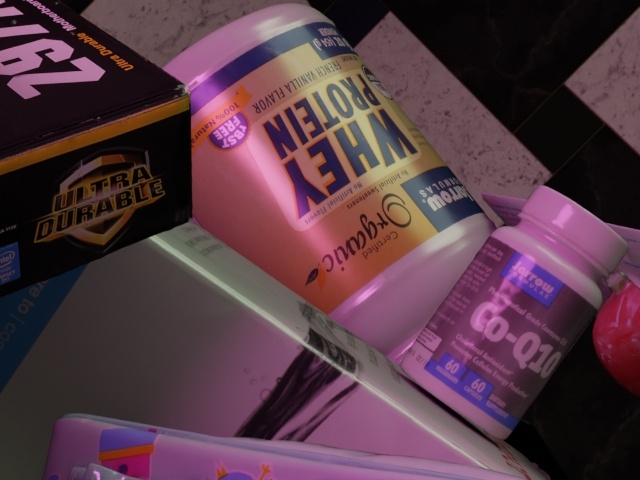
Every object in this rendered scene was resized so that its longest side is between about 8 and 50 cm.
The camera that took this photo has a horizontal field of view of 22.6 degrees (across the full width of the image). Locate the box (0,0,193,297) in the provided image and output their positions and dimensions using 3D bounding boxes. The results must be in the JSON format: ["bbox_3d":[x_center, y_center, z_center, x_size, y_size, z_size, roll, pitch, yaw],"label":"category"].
[{"bbox_3d":[-0.253,-0.065,0.760,0.257,0.079,0.322,-22,40,-33],"label":"box"}]

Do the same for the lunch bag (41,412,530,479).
[{"bbox_3d":[0.015,0.149,0.667,0.279,0.108,0.224,1,-17,38],"label":"lunch bag"}]

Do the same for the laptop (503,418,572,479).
[{"bbox_3d":[0.132,0.117,1.453,0.234,0.136,0.264,52,22,-51],"label":"laptop"}]

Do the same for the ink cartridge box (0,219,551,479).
[{"bbox_3d":[-0.058,0.106,0.969,0.395,0.166,0.285,34,1,0],"label":"ink cartridge box"}]

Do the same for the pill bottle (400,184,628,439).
[{"bbox_3d":[0.116,0.041,0.941,0.078,0.137,0.078,35,0,0],"label":"pill bottle"}]

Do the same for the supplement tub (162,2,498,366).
[{"bbox_3d":[0.000,0.000,1.241,0.316,0.228,0.228,52,3,10],"label":"supplement tub"}]

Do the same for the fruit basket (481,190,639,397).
[{"bbox_3d":[0.301,0.091,1.136,0.353,0.165,0.327,50,-10,-18],"label":"fruit basket"}]
